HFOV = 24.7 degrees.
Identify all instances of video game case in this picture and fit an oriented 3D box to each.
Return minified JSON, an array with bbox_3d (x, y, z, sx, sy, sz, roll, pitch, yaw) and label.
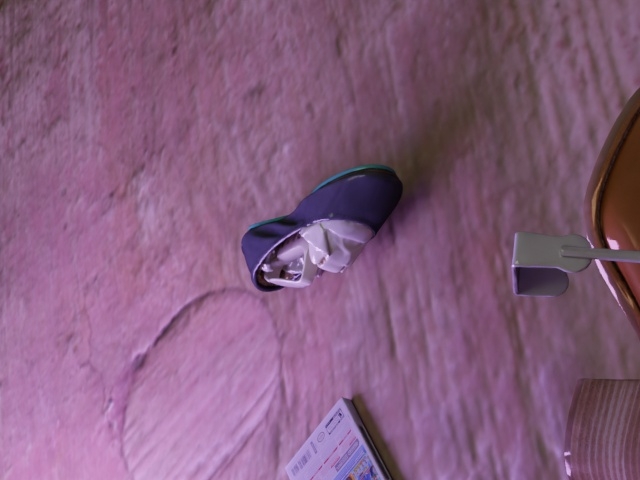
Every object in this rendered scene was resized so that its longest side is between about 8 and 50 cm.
[{"bbox_3d":[0.019,0.197,1.160,0.087,0.011,0.122,-53,41,23],"label":"video game case"}]

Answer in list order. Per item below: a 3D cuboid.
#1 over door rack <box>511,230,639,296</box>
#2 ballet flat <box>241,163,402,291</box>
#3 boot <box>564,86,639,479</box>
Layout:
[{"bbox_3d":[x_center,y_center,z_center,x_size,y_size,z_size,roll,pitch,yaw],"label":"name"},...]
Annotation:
[{"bbox_3d":[0.258,-0.090,0.785,0.324,0.108,0.239,0,68,23],"label":"over door rack"},{"bbox_3d":[0.000,0.000,1.212,0.203,0.074,0.074,-26,57,51],"label":"ballet flat"},{"bbox_3d":[0.262,0.027,0.849,0.220,0.109,0.283,-4,62,43],"label":"boot"}]
